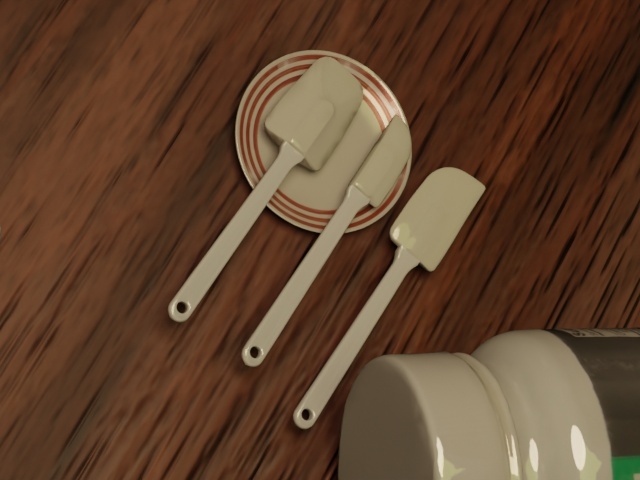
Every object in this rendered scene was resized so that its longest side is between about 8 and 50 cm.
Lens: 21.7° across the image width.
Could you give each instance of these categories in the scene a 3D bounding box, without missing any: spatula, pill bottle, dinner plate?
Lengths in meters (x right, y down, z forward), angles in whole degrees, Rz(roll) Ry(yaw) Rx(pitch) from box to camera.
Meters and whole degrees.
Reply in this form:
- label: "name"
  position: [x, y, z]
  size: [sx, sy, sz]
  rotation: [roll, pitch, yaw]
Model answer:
- label: "spatula"
  position: [0.000, 0.000, 1.210]
  size: [0.168, 0.019, 0.242]
  rotation: [41, 68, -15]
- label: "pill bottle"
  position: [0.209, 0.162, 1.168]
  size: [0.361, 0.204, 0.204]
  rotation: [0, 78, -21]
- label: "dinner plate"
  position: [0.001, -0.073, 1.242]
  size: [0.141, 0.017, 0.141]
  rotation: [4, 77, -20]
